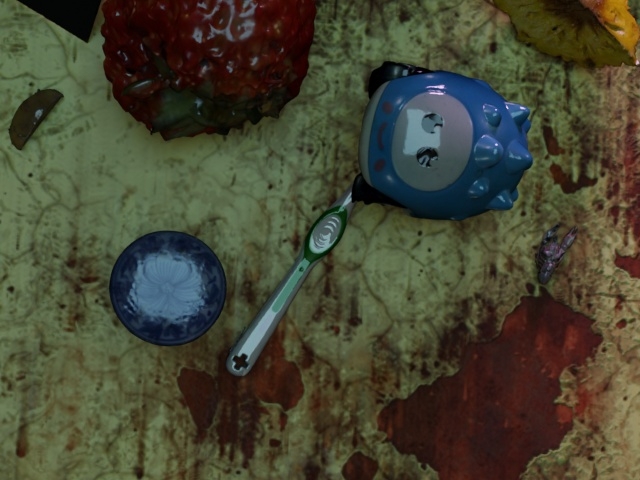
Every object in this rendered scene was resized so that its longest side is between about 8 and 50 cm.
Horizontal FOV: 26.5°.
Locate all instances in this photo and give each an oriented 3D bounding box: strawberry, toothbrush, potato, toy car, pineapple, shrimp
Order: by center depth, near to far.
[{"bbox_3d":[-0.129,-0.312,1.672,0.267,0.312,0.351,8,66,-25],"label":"strawberry"},{"bbox_3d":[0.165,-0.116,1.693,0.190,0.255,0.188,11,90,40],"label":"toy car"},{"bbox_3d":[-0.374,-0.164,1.751,0.037,0.036,0.093,37,84,-5],"label":"potato"},{"bbox_3d":[0.001,0.000,1.774,0.042,0.040,0.418,34,84,-4],"label":"toothbrush"},{"bbox_3d":[0.316,-0.345,1.799,0.250,0.140,0.164,37,55,-26],"label":"pineapple"},{"bbox_3d":[0.308,0.014,1.811,0.038,0.029,0.092,32,78,6],"label":"shrimp"}]

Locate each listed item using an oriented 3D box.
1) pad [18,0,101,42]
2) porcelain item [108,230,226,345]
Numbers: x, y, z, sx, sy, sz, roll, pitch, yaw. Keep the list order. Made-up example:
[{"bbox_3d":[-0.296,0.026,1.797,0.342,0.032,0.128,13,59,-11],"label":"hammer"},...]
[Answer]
[{"bbox_3d":[-0.419,-0.420,1.681,0.367,0.247,0.007,31,50,-2],"label":"pad"},{"bbox_3d":[-0.193,0.060,1.715,0.147,0.114,0.147,0,87,-6],"label":"porcelain item"}]
